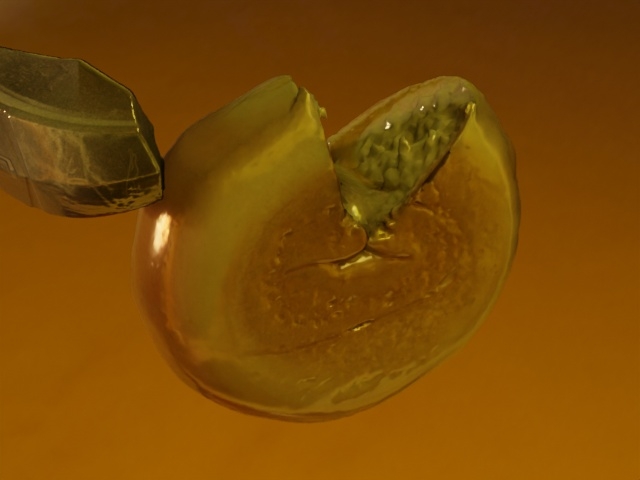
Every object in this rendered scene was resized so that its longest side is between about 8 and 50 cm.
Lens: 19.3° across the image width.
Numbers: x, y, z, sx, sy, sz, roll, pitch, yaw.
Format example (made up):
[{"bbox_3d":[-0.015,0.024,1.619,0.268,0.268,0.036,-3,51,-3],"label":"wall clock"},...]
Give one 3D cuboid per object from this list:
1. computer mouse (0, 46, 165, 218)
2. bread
[{"bbox_3d":[-0.210,-0.072,1.373,0.231,0.071,0.126,17,-40,30],"label":"computer mouse"},{"bbox_3d":[0.000,0.000,1.512,0.160,0.333,0.333,-136,-140,-53],"label":"bread"}]
